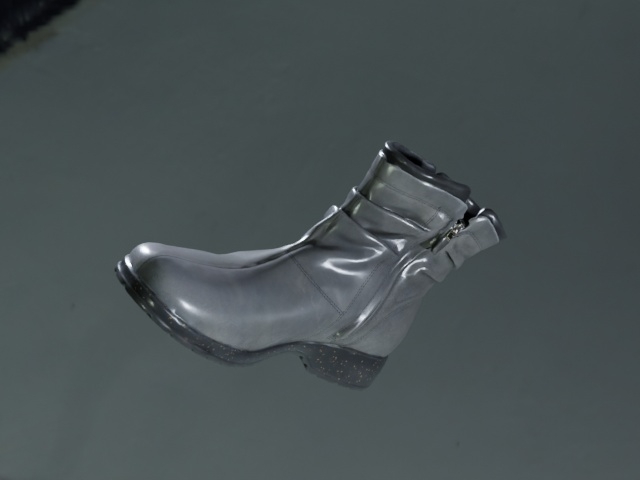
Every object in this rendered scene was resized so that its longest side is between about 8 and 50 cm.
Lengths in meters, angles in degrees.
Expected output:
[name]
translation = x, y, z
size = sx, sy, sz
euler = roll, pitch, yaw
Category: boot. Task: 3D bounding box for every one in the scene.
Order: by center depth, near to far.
[boot]
translation = 0.000, 0.000, 1.061
size = 0.338, 0.222, 0.118
euler = 16, 28, -52
